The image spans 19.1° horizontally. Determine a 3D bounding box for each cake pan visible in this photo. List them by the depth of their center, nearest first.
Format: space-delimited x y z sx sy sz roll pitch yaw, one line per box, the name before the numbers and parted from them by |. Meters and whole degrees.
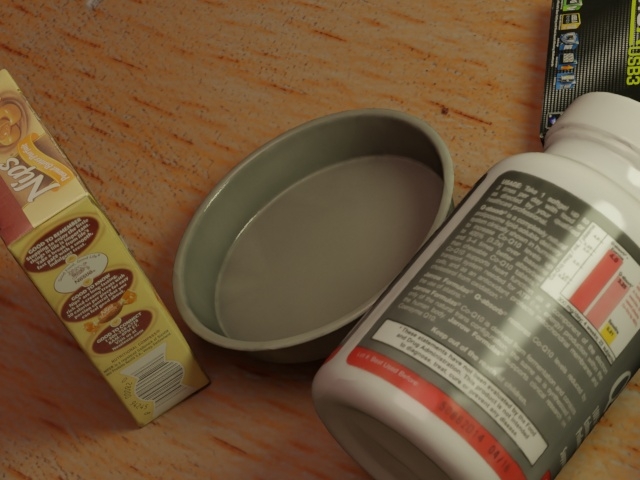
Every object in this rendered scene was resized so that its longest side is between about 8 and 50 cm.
cake pan | 0.000 0.000 1.773 0.293 0.054 0.293 -20 41 18

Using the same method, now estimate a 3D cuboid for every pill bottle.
pill bottle | 0.178 0.058 1.613 0.210 0.210 0.363 29 69 33

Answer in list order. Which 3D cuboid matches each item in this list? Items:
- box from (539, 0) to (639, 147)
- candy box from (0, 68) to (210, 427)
box | 0.312 -0.167 1.836 0.184 0.045 0.190 -3 55 19
candy box | -0.221 0.013 1.709 0.087 0.316 0.183 -34 53 -6
